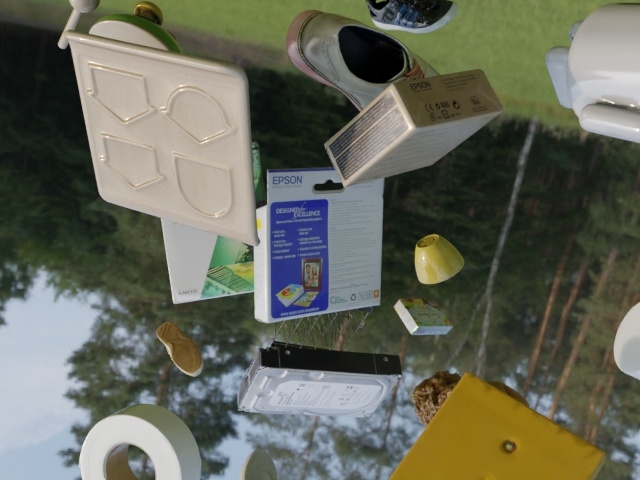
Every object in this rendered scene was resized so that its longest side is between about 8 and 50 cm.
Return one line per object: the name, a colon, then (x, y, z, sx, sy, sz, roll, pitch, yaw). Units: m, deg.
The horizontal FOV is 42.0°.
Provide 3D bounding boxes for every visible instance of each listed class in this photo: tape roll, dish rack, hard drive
tape roll: (-0.435, 0.542, 2.010, 0.286, 0.286, 0.100, 15, -168, 18)
dish rack: (-0.009, 0.198, 1.968, 0.208, 0.271, 0.074, 13, -139, -20)
hard drive: (-0.006, 0.336, 1.950, 0.339, 0.237, 0.064, 7, -127, -16)

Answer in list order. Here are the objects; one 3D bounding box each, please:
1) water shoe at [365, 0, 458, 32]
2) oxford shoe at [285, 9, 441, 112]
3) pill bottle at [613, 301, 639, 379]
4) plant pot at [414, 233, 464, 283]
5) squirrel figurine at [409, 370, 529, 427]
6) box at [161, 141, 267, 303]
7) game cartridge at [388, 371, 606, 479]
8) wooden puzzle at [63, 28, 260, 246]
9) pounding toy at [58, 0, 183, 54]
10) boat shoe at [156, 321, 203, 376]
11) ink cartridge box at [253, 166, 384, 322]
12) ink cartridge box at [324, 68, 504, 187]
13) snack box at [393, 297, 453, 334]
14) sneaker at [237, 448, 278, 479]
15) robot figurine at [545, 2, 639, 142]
water shoe: (0.173, -0.462, 1.655, 0.203, 0.073, 0.080, 8, 151, 41)
oxford shoe: (0.127, -0.282, 1.478, 0.397, 0.140, 0.146, 16, -176, -36)
pill bottle: (0.907, 0.291, 1.949, 0.392, 0.224, 0.224, 23, -170, -12)
plant pot: (0.308, 0.040, 2.244, 0.134, 0.095, 0.134, -23, -158, 10)
squirrel figurine: (0.406, 0.531, 2.159, 0.397, 0.281, 0.370, 45, -165, -26)
box: (-0.225, -0.037, 1.802, 0.232, 0.322, 0.058, -9, 179, 1)
game cartridge: (0.286, 0.424, 1.440, 0.285, 0.324, 0.053, 29, 156, 28)
wooden puzzle: (-0.239, -0.170, 1.351, 0.322, 0.348, 0.080, 17, -136, 22)
pounding toy: (-0.332, -0.372, 1.492, 0.237, 0.110, 0.183, 29, 150, -10)
boat shoe: (-0.294, 0.240, 1.802, 0.063, 0.059, 0.170, -37, -135, -10)
ink cartridge box: (0.000, 0.000, 1.729, 0.303, 0.307, 0.072, -5, -172, -36)
ink cartridge box: (0.153, -0.185, 1.365, 0.234, 0.088, 0.193, -18, 168, -42)
snack box: (0.274, 0.202, 2.217, 0.141, 0.037, 0.100, 4, -136, -41)
sneaker: (-0.177, 0.544, 1.682, 0.094, 0.151, 0.256, 44, -146, -22)
robot figurine: (0.523, -0.259, 1.269, 0.353, 0.300, 0.200, 20, 153, 49)
